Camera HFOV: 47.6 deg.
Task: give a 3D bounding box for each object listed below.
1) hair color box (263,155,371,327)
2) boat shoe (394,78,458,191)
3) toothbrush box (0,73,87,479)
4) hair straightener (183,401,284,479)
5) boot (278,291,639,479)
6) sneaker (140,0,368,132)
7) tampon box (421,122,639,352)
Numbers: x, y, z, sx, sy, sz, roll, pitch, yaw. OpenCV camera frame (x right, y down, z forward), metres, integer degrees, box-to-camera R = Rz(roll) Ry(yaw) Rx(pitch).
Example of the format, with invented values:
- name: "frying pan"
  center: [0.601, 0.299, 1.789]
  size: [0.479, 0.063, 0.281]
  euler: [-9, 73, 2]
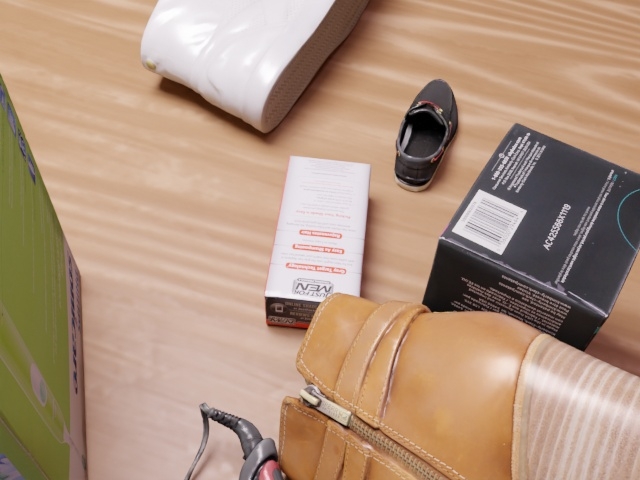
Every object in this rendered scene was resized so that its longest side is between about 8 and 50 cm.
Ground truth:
- name: "hair color box"
  center: [0.000, 0.000, 0.576]
  size: [0.072, 0.043, 0.141]
  euler: [7, 53, 2]
- name: "boat shoe"
  center: [0.099, -0.105, 0.660]
  size: [0.049, 0.042, 0.133]
  euler: [15, 53, 11]
- name: "toothbrush box"
  center: [-0.216, 0.030, 0.393]
  size: [0.122, 0.283, 0.206]
  euler: [-10, 55, -9]
- name: "hair straightener"
  center: [-0.043, 0.197, 0.410]
  size: [0.089, 0.047, 0.230]
  euler: [-31, 55, 5]
- name: "boot"
  center: [0.052, 0.175, 0.406]
  size: [0.220, 0.109, 0.283]
  euler: [15, 91, 35]
- name: "sneaker"
  center: [-0.053, -0.248, 0.716]
  size: [0.169, 0.108, 0.292]
  euler: [26, 58, 12]
- name: "tampon box"
  center: [0.135, 0.030, 0.488]
  size: [0.102, 0.161, 0.120]
  euler: [27, 55, 16]
